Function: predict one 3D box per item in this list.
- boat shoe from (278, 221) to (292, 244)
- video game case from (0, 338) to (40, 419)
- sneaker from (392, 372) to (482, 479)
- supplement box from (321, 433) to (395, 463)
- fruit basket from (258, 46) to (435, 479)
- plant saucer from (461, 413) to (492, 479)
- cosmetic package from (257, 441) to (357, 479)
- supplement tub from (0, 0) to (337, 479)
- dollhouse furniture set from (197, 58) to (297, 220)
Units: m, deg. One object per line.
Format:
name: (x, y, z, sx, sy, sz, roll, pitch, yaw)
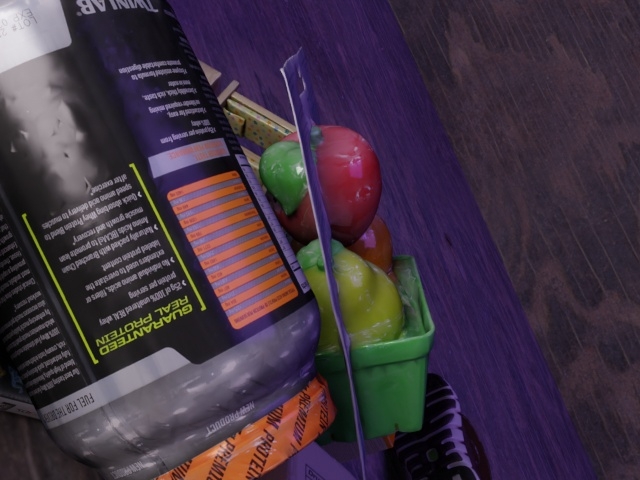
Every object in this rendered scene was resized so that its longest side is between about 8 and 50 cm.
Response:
boat shoe: (-0.035, 0.034, 0.944, 0.065, 0.083, 0.183, 48, 25, -37)
video game case: (-0.242, 0.017, 0.541, 0.173, 0.022, 0.190, 36, 33, -52)
sneaker: (0.175, 0.318, 1.074, 0.162, 0.106, 0.281, 57, 13, -27)
supplement box: (0.032, 0.209, 0.873, 0.036, 0.098, 0.062, 63, 18, -14)
fruit basket: (0.000, 0.000, 0.769, 0.327, 0.166, 0.353, -86, 159, -73)
plant saucer: (0.245, 0.356, 1.331, 0.168, 0.029, 0.168, 49, 25, -33)
cosmetic package: (-0.031, 0.306, 0.556, 0.153, 0.129, 0.296, 50, 25, -31)
supplement tub: (-0.125, 0.007, 0.526, 0.316, 0.194, 0.193, 64, 20, 1)
dollhouse furniture set: (-0.121, -0.102, 0.964, 0.182, 0.161, 0.101, 31, 61, 8)
